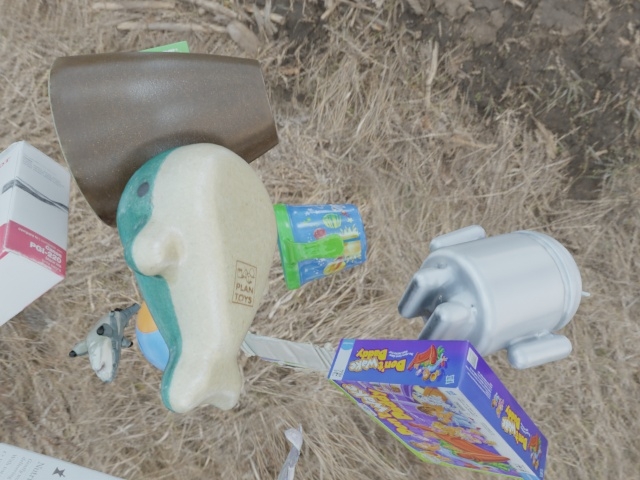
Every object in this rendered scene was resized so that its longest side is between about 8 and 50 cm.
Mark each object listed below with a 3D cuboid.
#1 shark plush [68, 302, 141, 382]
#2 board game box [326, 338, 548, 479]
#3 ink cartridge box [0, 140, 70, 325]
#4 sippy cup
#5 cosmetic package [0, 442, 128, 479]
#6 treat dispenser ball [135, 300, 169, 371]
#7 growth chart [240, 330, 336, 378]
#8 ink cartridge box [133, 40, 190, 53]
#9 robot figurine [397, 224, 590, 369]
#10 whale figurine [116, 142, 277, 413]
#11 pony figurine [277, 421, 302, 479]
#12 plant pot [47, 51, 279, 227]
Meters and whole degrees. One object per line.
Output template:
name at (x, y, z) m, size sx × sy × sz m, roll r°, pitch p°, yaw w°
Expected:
shark plush at (-0.315, 0.148, 0.827) m, size 0.073 × 0.161 × 0.067 m, roll -41°, pitch 106°, yaw 7°
board game box at (0.206, 0.287, 0.919) m, size 0.347 × 0.233 × 0.078 m, roll 47°, pitch 51°, yaw -34°
ink cartridge box at (-0.428, -0.007, 0.734) m, size 0.159 × 0.092 × 0.217 m, roll -33°, pitch 49°, yaw 14°
sippy cup at (0.000, 0.000, 1.454) m, size 0.224 × 0.240 × 0.305 m, roll -10°, pitch 42°, yaw -5°
cosmetic package at (-0.389, 0.499, 0.864) m, size 0.385 × 0.156 × 0.217 m, roll 13°, pitch 35°, yaw 1°
treat dispenser ball at (-0.392, 0.249, 1.602) m, size 0.288 × 0.288 × 0.288 m, roll 2°, pitch 75°, yaw -7°
growth chart at (-0.065, 0.222, 1.072) m, size 0.237 × 0.172 × 0.021 m, roll 9°, pitch 57°, yaw 14°
ink cartridge box at (-0.306, -0.205, 1.022) m, size 0.201 × 0.117 × 0.278 m, roll -17°, pitch 107°, yaw -10°
robot figurine at (0.317, 0.091, 0.980) m, size 0.354 × 0.199 × 0.299 m, roll -10°, pitch 56°, yaw -25°
whale figurine at (-0.137, 0.037, 0.568) m, size 0.141 × 0.216 × 0.271 m, roll -6°, pitch 76°, yaw 23°
pony figurine at (-0.094, 0.411, 0.552) m, size 0.364 × 0.303 × 0.350 m, roll 3°, pitch 115°, yaw -16°
plant pot at (-0.176, -0.149, 0.688) m, size 0.231 × 0.215 × 0.215 m, roll -15°, pitch 78°, yaw -3°
